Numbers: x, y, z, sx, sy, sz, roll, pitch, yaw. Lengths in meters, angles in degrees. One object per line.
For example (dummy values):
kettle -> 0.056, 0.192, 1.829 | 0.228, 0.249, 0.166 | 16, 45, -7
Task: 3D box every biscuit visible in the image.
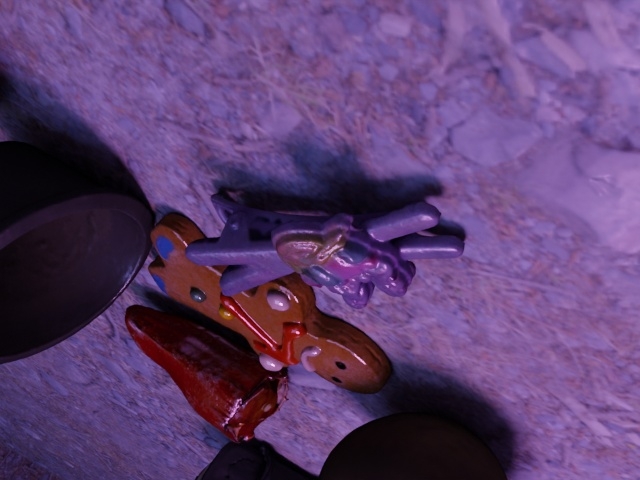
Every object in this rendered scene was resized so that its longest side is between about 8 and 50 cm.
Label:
biscuit -> -0.066, 0.089, 0.938 | 0.324, 0.049, 0.205 | 30, 149, 5

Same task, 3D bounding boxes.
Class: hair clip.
hair clip -> -0.008, 0.011, 0.723 | 0.278, 0.090, 0.137 | 5, 148, 41

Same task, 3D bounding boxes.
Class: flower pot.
flower pot -> -0.344, -0.002, 0.919 | 0.166, 0.269, 0.269 | 46, 155, 23

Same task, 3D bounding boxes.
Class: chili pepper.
chili pepper -> -0.164, 0.168, 1.107 | 0.252, 0.136, 0.144 | 32, -163, 24

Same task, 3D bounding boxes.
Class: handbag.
handbag -> -0.103, 0.469, 1.392 | 0.254, 0.181, 0.181 | 30, 152, 2

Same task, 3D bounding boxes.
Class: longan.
longan -> 0.110, 0.303, 0.902 | 0.246, 0.215, 0.246 | 22, 171, 4
